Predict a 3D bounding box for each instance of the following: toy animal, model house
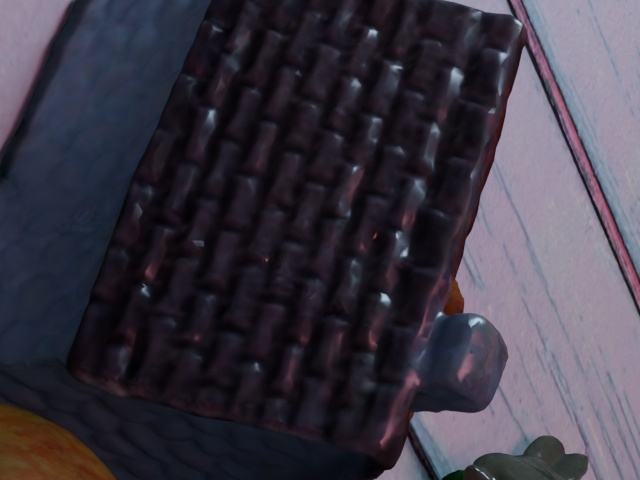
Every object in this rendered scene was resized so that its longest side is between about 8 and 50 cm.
[{"bbox_3d":[0.180,0.240,1.484,0.108,0.138,0.236,-62,156,9],"label":"toy animal"},{"bbox_3d":[0.000,0.000,1.089,0.297,0.339,0.360,45,54,-38],"label":"model house"}]

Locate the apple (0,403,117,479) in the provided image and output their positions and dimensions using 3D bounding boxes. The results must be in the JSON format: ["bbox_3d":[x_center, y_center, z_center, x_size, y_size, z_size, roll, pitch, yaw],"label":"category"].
[{"bbox_3d":[-0.196,0.226,0.895,0.264,0.264,0.264,5,84,-51],"label":"apple"}]
